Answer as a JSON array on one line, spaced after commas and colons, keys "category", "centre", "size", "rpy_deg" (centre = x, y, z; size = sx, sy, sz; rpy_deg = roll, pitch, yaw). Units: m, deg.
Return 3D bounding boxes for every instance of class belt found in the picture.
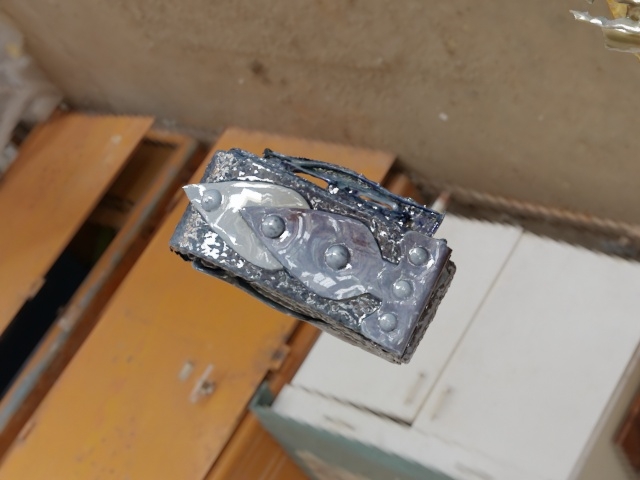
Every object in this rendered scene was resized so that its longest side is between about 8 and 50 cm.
[{"category": "belt", "centre": [-0.001, 0.001, 1.042], "size": [0.218, 0.129, 0.122], "rpy_deg": [24, 173, 9]}]

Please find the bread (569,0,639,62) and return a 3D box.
[{"category": "bread", "centre": [0.329, -0.312, 1.031], "size": [0.236, 0.389, 0.183], "rpy_deg": [-2, -157, -30]}]
